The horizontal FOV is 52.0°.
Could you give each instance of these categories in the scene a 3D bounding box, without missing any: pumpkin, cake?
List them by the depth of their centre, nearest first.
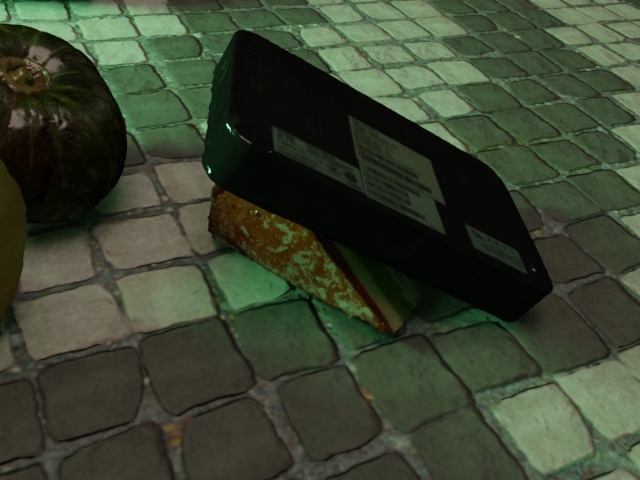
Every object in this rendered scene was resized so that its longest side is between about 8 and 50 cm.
[{"bbox_3d":[0.002,-0.018,0.625,0.220,0.117,0.086,27,34,23],"label":"cake"},{"bbox_3d":[-0.304,-0.105,0.649,0.218,0.162,0.219,25,40,-23],"label":"pumpkin"}]

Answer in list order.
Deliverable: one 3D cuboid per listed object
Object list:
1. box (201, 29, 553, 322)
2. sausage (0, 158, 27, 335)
[{"bbox_3d":[0.059,-0.063,0.630,0.350,0.058,0.211,23,36,-23],"label":"box"},{"bbox_3d":[-0.399,-0.016,0.456,0.286,0.233,0.233,19,41,11],"label":"sausage"}]
